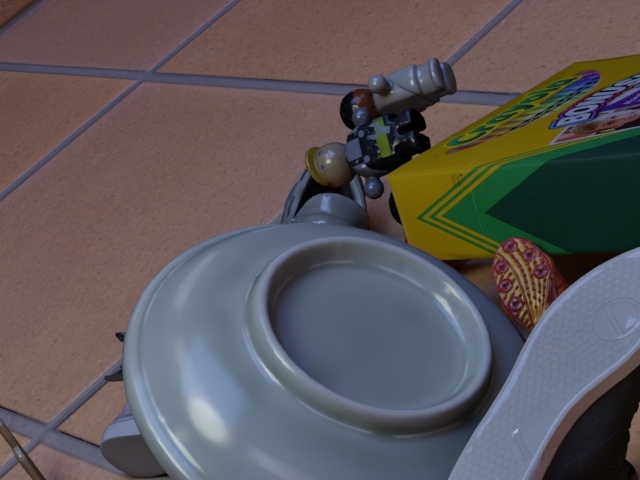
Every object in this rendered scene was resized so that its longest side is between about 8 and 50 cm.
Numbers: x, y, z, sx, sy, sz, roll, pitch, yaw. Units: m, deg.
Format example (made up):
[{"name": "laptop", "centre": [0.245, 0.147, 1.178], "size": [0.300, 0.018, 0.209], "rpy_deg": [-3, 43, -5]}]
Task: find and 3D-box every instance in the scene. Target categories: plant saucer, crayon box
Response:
[{"name": "plant saucer", "centre": [0.033, 0.103, 1.571], "size": [0.400, 0.100, 0.400], "rpy_deg": [11, 42, -10]}, {"name": "crayon box", "centre": [0.300, -0.096, 1.815], "size": [0.313, 0.106, 0.363], "rpy_deg": [-2, 20, 42]}]

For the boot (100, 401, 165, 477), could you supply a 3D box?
[{"name": "boot", "centre": [-0.112, 0.170, 1.881], "size": [0.258, 0.095, 0.123], "rpy_deg": [-8, 40, 39]}]

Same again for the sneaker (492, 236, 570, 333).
[{"name": "sneaker", "centre": [0.216, 0.072, 1.675], "size": [0.064, 0.067, 0.175], "rpy_deg": [-36, 68, 10]}]

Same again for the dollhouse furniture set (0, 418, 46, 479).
[{"name": "dollhouse furniture set", "centre": [-0.357, 0.284, 1.900], "size": [0.151, 0.123, 0.144], "rpy_deg": [-35, 26, -11]}]

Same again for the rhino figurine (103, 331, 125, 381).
[{"name": "rhino figurine", "centre": [-0.143, 0.092, 2.078], "size": [0.243, 0.073, 0.106], "rpy_deg": [-35, 31, -9]}]

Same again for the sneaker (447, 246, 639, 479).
[{"name": "sneaker", "centre": [0.228, 0.146, 1.493], "size": [0.296, 0.147, 0.104], "rpy_deg": [-54, 39, -10]}]

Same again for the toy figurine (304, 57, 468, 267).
[{"name": "toy figurine", "centre": [0.093, -0.073, 1.976], "size": [0.148, 0.209, 0.213], "rpy_deg": [-22, 26, 29]}]

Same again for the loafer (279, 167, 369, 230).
[{"name": "loafer", "centre": [0.000, 0.000, 2.026], "size": [0.112, 0.111, 0.319], "rpy_deg": [15, 28, -10]}]
